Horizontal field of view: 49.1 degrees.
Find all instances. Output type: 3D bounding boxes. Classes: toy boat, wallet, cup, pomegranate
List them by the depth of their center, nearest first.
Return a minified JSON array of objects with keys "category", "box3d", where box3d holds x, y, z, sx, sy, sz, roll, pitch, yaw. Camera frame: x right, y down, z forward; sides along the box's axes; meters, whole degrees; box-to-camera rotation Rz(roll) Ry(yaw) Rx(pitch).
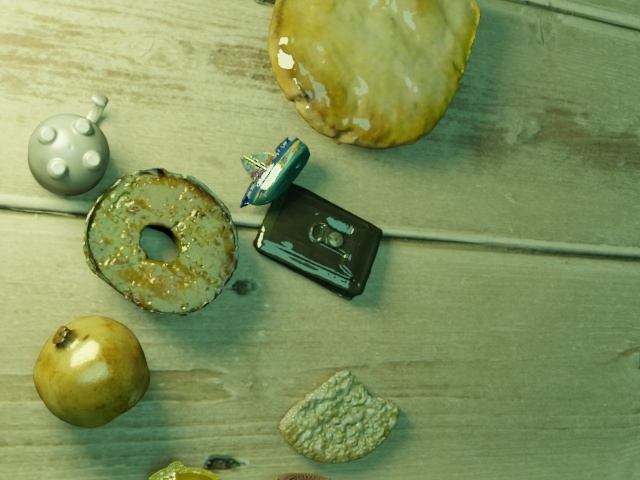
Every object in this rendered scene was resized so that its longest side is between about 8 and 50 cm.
[{"category":"pomegranate","box3d":[-0.390,0.214,1.178,0.196,0.196,0.196,1,88,-21]},{"category":"cup","box3d":[-0.412,-0.159,1.198,0.173,0.142,0.134,-34,100,-20]},{"category":"toy boat","box3d":[-0.110,-0.136,1.360,0.110,0.091,0.175,33,78,17]},{"category":"wallet","box3d":[0.000,0.000,1.409,0.245,0.052,0.168,27,75,-16]}]

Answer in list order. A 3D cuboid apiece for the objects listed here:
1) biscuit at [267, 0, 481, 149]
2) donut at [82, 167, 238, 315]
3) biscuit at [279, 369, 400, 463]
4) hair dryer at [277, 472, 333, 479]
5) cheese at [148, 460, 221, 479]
[{"category":"biscuit","box3d":[0.105,-0.399,1.431,0.429,0.104,0.446,19,79,-19]},{"category":"donut","box3d":[-0.290,0.006,1.267,0.272,0.107,0.272,3,82,-20]},{"category":"biscuit","box3d":[0.042,0.355,1.417,0.266,0.040,0.188,2,88,-23]},{"category":"hair dryer","box3d":[0.063,0.582,1.386,0.353,0.125,0.210,10,86,-28]},{"category":"cheese","box3d":[-0.233,0.533,1.288,0.177,0.069,0.270,-28,101,-19]}]
